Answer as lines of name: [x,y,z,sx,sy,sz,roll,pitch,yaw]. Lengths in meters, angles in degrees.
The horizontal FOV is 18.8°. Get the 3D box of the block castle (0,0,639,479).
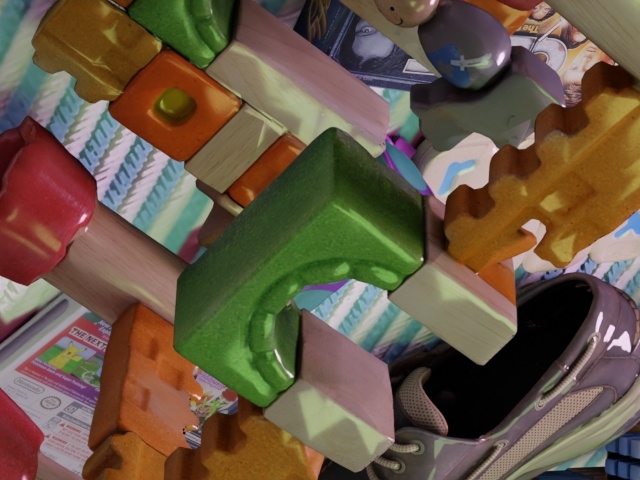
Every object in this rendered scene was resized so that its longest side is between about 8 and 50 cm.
block castle: [-0.027,-0.064,0.891,0.213,0.303,0.453,36,118,-21]

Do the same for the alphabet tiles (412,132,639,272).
alphabet tiles: [0.192,-0.079,1.268,0.284,0.021,0.278,-7,140,-26]

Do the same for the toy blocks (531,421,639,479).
toy blocks: [0.308,0.192,1.460,0.261,0.381,0.191,0,92,-23]

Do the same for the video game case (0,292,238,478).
video game case: [-0.136,0.099,1.274,0.183,0.023,0.201,-38,142,14]

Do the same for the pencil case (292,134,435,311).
pencil case: [0.000,0.000,1.203,0.151,0.070,0.064,-38,108,18]

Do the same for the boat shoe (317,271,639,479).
boat shoe: [0.077,0.137,1.390,0.355,0.132,0.130,-38,134,-1]

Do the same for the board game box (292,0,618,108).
board game box: [0.124,-0.152,1.089,0.243,0.042,0.165,4,131,-29]
